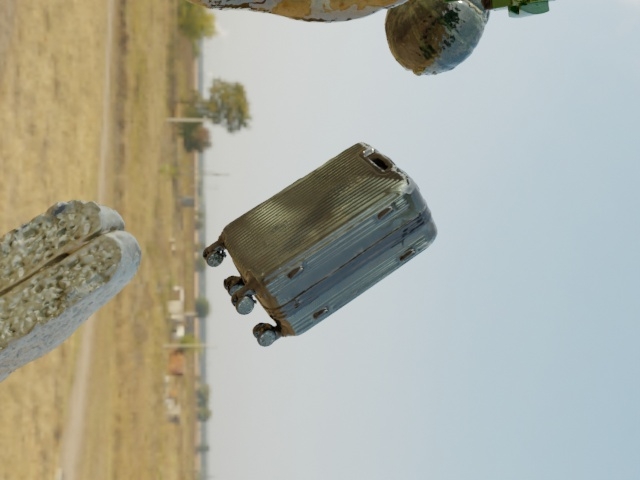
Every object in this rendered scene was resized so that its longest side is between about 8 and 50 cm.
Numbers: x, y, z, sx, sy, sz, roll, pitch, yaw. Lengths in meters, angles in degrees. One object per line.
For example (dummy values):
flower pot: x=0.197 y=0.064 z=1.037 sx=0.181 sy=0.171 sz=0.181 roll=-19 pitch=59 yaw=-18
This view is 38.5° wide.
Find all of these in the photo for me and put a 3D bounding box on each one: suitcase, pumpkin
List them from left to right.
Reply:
suitcase: x=0.000 y=0.000 z=1.326 sx=0.128 sy=0.312 sz=0.202 roll=59 pitch=-6 yaw=-34
pumpkin: x=0.188 y=-0.357 z=1.483 sx=0.146 sy=0.190 sz=0.190 roll=48 pitch=16 yaw=-30

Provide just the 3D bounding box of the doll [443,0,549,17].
doll: x=0.267 y=-0.345 z=1.187 sx=0.186 sy=0.134 sz=0.106 roll=7 pitch=-74 yaw=56

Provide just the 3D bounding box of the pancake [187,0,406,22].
pancake: x=-0.008 y=-0.244 z=0.785 sx=0.282 sy=0.283 sz=0.048 roll=150 pitch=-65 yaw=-81

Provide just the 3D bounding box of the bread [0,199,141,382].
bread: x=-0.321 y=0.085 z=0.846 sx=0.102 sy=0.337 sz=0.183 roll=56 pitch=-15 yaw=3
